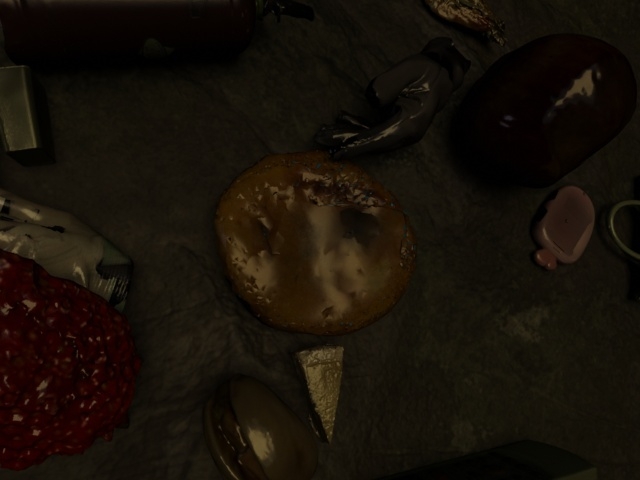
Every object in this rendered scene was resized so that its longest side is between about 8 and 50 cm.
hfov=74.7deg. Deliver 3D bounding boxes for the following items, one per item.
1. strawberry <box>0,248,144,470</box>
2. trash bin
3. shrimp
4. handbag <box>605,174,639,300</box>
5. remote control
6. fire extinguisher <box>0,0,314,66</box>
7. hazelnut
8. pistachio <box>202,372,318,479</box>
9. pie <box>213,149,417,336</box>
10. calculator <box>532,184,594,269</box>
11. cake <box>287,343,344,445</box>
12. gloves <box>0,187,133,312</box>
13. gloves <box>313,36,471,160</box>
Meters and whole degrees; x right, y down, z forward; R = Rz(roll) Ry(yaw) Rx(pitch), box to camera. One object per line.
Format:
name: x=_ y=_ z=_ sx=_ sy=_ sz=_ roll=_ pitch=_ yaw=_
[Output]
strawberry: x=-0.240 y=0.114 z=0.377 sx=0.174 sy=0.228 sz=0.098 roll=-3 pitch=39 yaw=-33
trash bin: x=-0.330 y=-0.135 z=0.466 sx=0.043 sy=0.061 sz=0.092 roll=-11 pitch=86 yaw=-18
shrimp: x=0.240 y=-0.389 z=0.701 sx=0.184 sy=0.043 sz=0.091 roll=38 pitch=80 yaw=-2
handbag: x=0.642 y=0.007 z=0.758 sx=0.316 sy=0.109 sz=0.241 roll=12 pitch=77 yaw=-2
remote control: x=0.203 y=0.310 z=0.534 sx=0.286 sy=0.123 sz=0.038 roll=-6 pitch=85 yaw=-17
fire extinguisher: x=-0.186 y=-0.274 z=0.499 sx=0.337 sy=0.114 sz=0.135 roll=-13 pitch=44 yaw=-19
hazelnut: x=0.321 y=-0.197 z=0.608 sx=0.234 sy=0.218 sz=0.218 roll=-30 pitch=91 yaw=-19
pistachio: x=-0.069 y=0.222 z=0.473 sx=0.113 sy=0.113 sz=0.149 roll=-27 pitch=86 yaw=-20
pie: x=-0.001 y=0.000 z=0.544 sx=0.274 sy=0.069 sz=0.273 roll=3 pitch=81 yaw=-19
calculator: x=0.406 y=-0.021 z=0.700 sx=0.103 sy=0.024 sz=0.166 roll=39 pitch=71 yaw=-9
cake: x=0.006 y=0.191 z=0.525 sx=0.065 sy=0.052 sz=0.121 roll=-13 pitch=85 yaw=-21
gloves: x=-0.309 y=0.021 z=0.418 sx=0.212 sy=0.111 sz=0.127 roll=19 pitch=100 yaw=-37
gloves: x=0.113 y=-0.196 z=0.583 sx=0.285 sy=0.142 sz=0.119 roll=-38 pitch=67 yaw=-19
